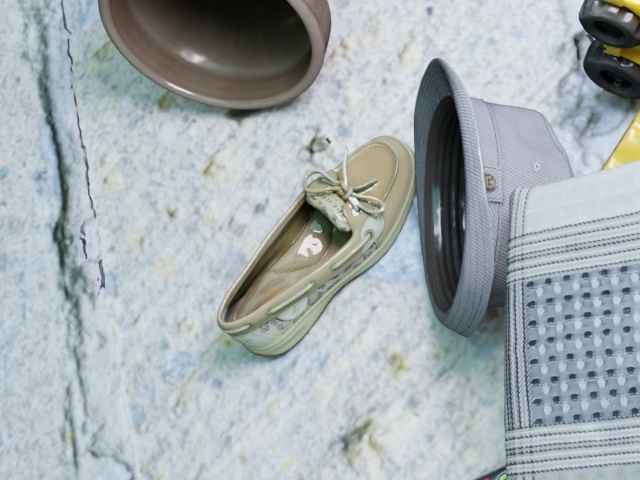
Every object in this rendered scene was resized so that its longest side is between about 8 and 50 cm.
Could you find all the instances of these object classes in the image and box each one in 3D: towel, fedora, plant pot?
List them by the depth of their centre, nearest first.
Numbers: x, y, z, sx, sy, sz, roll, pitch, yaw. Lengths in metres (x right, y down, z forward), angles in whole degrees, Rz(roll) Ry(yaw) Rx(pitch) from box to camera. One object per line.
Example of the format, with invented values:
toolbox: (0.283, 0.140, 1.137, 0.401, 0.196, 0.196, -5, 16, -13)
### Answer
towel: (0.284, 0.079, 1.012, 0.324, 0.056, 0.312, -10, 69, 38)
fedora: (0.175, -0.043, 1.273, 0.124, 0.244, 0.275, -1, 66, -8)
plant pot: (-0.096, -0.319, 1.476, 0.263, 0.263, 0.229, 2, 55, 24)

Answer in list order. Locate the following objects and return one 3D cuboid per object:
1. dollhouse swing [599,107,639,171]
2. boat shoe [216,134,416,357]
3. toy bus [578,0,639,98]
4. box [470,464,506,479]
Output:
dollhouse swing: (0.384, 0.022, 1.024, 0.315, 0.305, 0.347, 32, 99, 1)
boat shoe: (0.000, 0.000, 1.382, 0.104, 0.089, 0.285, 34, 86, 31)
toy bus: (0.372, -0.209, 1.230, 0.211, 0.220, 0.149, 27, 78, 23)
box: (0.247, 0.244, 1.211, 0.207, 0.036, 0.114, -26, 62, 13)
